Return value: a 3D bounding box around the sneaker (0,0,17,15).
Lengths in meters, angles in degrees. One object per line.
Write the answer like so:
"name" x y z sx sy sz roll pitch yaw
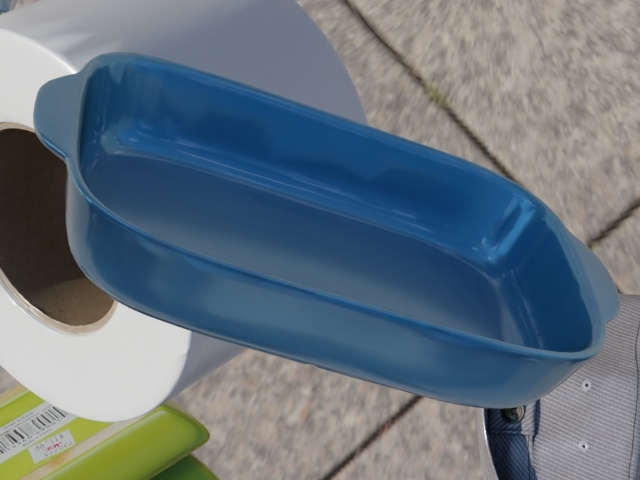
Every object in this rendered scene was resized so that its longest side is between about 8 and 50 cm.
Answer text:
"sneaker" -0.306 -0.251 1.454 0.090 0.095 0.235 27 73 -13

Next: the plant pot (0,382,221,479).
"plant pot" -0.182 0.222 1.217 0.228 0.227 0.207 -30 117 -20

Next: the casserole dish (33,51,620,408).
"casserole dish" 0.000 0.000 0.481 0.188 0.114 0.037 18 118 -16

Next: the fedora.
"fedora" 0.227 0.135 1.283 0.124 0.243 0.275 -6 65 32

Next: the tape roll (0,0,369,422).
"tape roll" -0.110 -0.036 0.958 0.246 0.169 0.246 22 127 33
